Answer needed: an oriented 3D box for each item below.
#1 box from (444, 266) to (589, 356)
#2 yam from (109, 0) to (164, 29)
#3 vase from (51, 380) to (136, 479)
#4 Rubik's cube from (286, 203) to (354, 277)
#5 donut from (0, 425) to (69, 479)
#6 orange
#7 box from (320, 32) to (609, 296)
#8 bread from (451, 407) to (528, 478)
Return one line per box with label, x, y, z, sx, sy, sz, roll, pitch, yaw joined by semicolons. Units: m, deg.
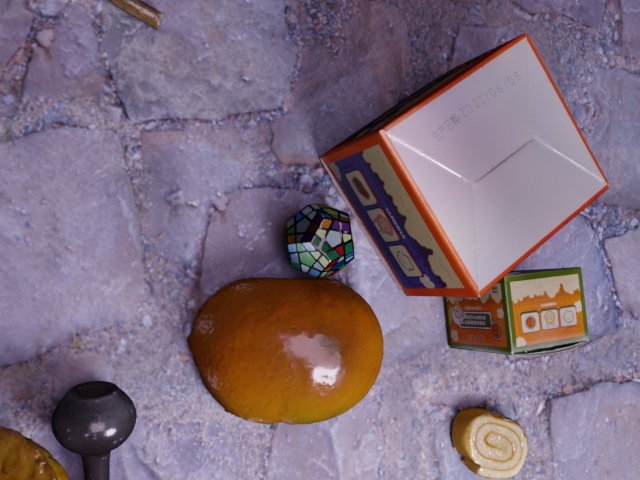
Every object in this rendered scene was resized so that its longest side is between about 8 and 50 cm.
box;0.356;0.130;1.330;0.178;0.195;0.148;-6;89;-25
yam;-0.323;-0.393;1.165;0.145;0.032;0.032;30;75;-18
vase;-0.334;0.306;1.069;0.120;0.120;0.183;-3;101;-24
Rubik's cube;0.000;0.000;1.231;0.133;0.133;0.112;-25;72;-23
donut;-0.450;0.385;0.965;0.278;0.108;0.277;-1;78;5
orange;-0.035;0.182;1.216;0.310;0.274;0.274;16;78;-53
box;0.248;-0.120;1.271;0.349;0.257;0.318;-37;99;-21
bread;0.323;0.387;1.362;0.149;0.073;0.122;18;81;-21
